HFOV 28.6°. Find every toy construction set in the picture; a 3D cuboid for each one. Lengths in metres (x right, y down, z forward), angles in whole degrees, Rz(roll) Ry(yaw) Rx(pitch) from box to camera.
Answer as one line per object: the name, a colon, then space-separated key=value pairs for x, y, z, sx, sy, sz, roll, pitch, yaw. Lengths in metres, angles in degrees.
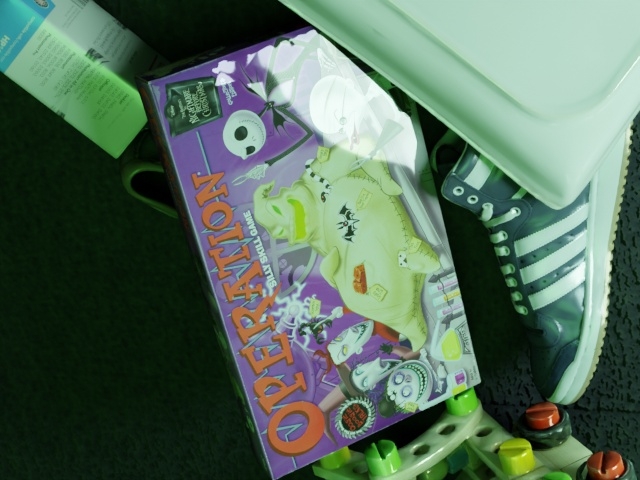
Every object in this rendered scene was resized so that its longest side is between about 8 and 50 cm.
toy construction set: x=0.148 y=0.242 z=1.072 sx=0.215 sy=0.328 sz=0.151 roll=-23 pitch=128 yaw=-13

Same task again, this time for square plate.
square plate: x=0.159 y=-0.251 z=0.921 sx=0.344 sy=0.049 sz=0.347 roll=35 pitch=95 yaw=-13

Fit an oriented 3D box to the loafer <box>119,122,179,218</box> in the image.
loafer: x=-0.046 y=-0.017 z=1.061 sx=0.267 sy=0.084 sz=0.096 roll=21 pitch=113 yaw=-8

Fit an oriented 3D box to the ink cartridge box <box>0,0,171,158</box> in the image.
ink cartridge box: x=-0.180 y=-0.135 z=1.001 sx=0.180 sy=0.104 sz=0.060 roll=38 pitch=111 yaw=-14

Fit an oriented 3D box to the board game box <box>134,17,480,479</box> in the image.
board game box: x=0.000 y=0.000 z=1.010 sx=0.208 sy=0.056 sz=0.347 roll=-21 pitch=112 yaw=-14

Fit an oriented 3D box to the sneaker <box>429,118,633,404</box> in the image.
sneaker: x=0.164 y=0.002 z=1.055 sx=0.153 sy=0.099 sz=0.282 roll=3 pitch=108 yaw=-5
